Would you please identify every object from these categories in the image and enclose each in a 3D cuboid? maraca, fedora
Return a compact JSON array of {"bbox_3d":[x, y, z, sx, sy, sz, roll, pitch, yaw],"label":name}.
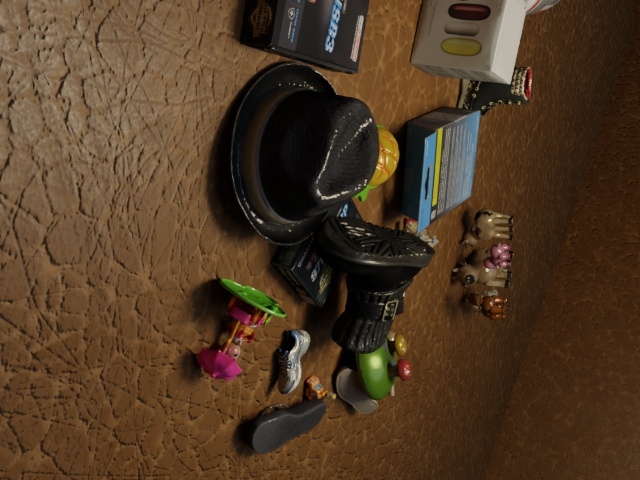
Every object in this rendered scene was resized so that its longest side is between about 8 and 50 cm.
[{"bbox_3d":[0.103,-0.164,1.556,0.186,0.099,0.127,-54,135,-38],"label":"maraca"},{"bbox_3d":[-0.004,-0.151,1.279,0.334,0.152,0.334,-3,94,-52],"label":"fedora"}]

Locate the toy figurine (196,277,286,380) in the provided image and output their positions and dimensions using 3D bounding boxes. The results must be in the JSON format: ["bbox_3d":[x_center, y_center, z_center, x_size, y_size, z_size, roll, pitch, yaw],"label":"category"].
[{"bbox_3d":[-0.150,0.165,1.296,0.159,0.130,0.173,-61,175,2],"label":"toy figurine"}]

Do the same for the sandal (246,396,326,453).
[{"bbox_3d":[-0.079,0.377,1.539,0.254,0.054,0.097,6,114,-61],"label":"sandal"}]

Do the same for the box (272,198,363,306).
[{"bbox_3d":[0.000,0.000,1.502,0.220,0.051,0.175,-63,150,-20],"label":"box"}]

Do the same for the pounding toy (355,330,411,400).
[{"bbox_3d":[0.174,0.290,1.809,0.237,0.110,0.183,25,55,-66],"label":"pounding toy"}]

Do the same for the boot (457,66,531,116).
[{"bbox_3d":[0.467,-0.368,2.009,0.085,0.178,0.237,-25,123,-54],"label":"boot"}]

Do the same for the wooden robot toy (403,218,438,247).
[{"bbox_3d":[0.235,-0.004,1.917,0.079,0.076,0.173,-44,156,18],"label":"wooden robot toy"}]

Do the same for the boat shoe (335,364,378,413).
[{"bbox_3d":[0.082,0.353,1.816,0.206,0.075,0.065,58,10,-46],"label":"boat shoe"}]

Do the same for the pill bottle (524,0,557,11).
[{"bbox_3d":[0.537,-0.700,1.951,0.363,0.210,0.210,-29,127,-52],"label":"pill bottle"}]

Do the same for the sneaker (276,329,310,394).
[{"bbox_3d":[-0.068,0.243,1.509,0.058,0.052,0.135,29,70,-50],"label":"sneaker"}]

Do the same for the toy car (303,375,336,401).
[{"bbox_3d":[0.007,0.335,1.676,0.122,0.040,0.060,8,95,-60],"label":"toy car"}]

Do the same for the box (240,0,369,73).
[{"bbox_3d":[-0.004,-0.455,1.279,0.293,0.073,0.296,-4,106,-58],"label":"box"}]

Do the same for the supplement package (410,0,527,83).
[{"bbox_3d":[0.345,-0.482,1.727,0.149,0.203,0.194,1,101,-60],"label":"supplement package"}]

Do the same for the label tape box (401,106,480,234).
[{"bbox_3d":[0.276,-0.183,1.839,0.333,0.105,0.241,-30,128,-51],"label":"label tape box"}]

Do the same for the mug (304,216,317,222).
[{"bbox_3d":[-0.047,-0.058,1.405,0.062,0.078,0.064,-31,137,10],"label":"mug"}]

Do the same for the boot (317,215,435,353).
[{"bbox_3d":[0.076,0.103,1.503,0.347,0.131,0.260,11,116,-49],"label":"boot"}]

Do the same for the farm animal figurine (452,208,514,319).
[{"bbox_3d":[0.501,0.072,2.300,0.326,0.172,0.331,6,90,-73],"label":"farm animal figurine"}]
